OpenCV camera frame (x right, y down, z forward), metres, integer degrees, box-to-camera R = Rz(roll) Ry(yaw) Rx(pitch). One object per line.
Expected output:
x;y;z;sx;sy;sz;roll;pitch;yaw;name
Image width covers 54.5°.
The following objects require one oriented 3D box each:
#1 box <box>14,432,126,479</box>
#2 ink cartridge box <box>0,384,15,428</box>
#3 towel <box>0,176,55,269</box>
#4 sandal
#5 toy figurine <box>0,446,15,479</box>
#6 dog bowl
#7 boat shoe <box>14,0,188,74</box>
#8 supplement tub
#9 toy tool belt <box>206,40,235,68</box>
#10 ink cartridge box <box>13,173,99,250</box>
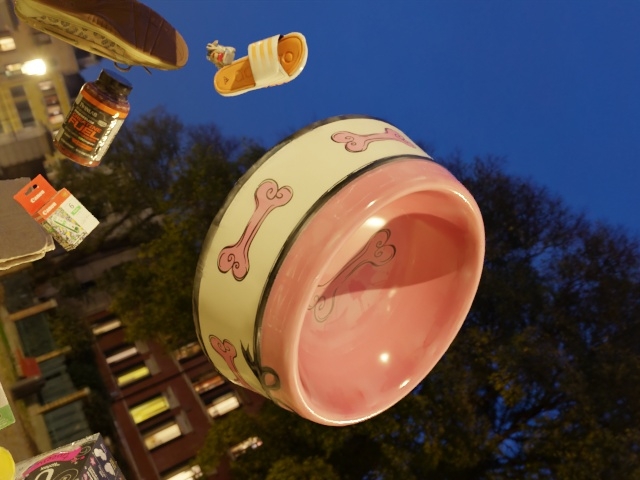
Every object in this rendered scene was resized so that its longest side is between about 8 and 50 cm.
-0.492;0.484;1.114;0.142;0.247;0.164;-106;176;-72;box
-0.818;0.347;1.414;0.093;0.154;0.213;-1;-71;51;ink cartridge box
-0.691;-0.026;1.230;0.049;0.282;0.187;-46;-117;49;towel
-0.153;-0.399;1.433;0.265;0.076;0.102;-16;-95;27;sandal
-0.361;0.071;0.337;0.217;0.191;0.363;-26;-84;40;toy figurine
0.050;0.055;0.804;0.150;0.407;0.408;32;-44;43;dog bowl
-0.369;-0.365;1.071;0.089;0.285;0.105;-34;-137;48;boat shoe
-0.477;-0.263;1.323;0.198;0.106;0.106;-56;-132;13;supplement tub
-0.213;-0.381;1.273;0.051;0.083;0.052;23;-71;8;toy tool belt
-0.413;-0.047;0.976;0.029;0.063;0.115;-15;-57;43;ink cartridge box
